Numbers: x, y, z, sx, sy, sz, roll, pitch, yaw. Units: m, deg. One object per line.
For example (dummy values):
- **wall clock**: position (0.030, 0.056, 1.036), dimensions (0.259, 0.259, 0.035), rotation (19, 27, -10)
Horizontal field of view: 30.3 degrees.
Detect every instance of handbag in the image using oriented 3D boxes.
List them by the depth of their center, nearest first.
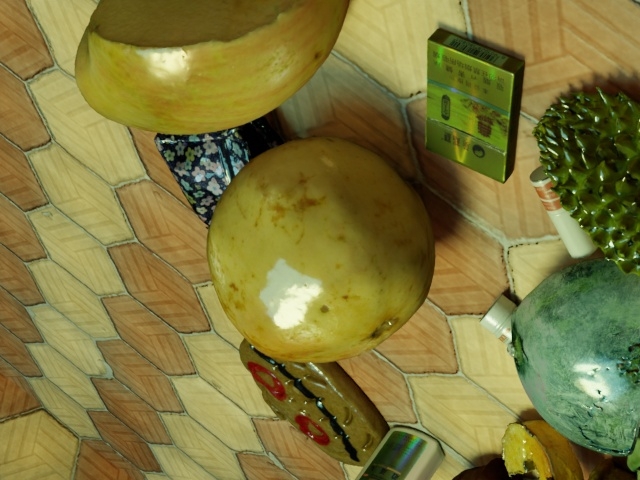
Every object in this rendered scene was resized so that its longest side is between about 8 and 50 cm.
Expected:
- **handbag**: position (-0.133, -0.114, 1.827), dimensions (0.207, 0.127, 0.229), rotation (3, 133, 38)

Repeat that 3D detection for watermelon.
- **watermelon**: position (0.334, 0.170, 1.563), dimensions (0.175, 0.188, 0.322), rotation (5, 138, 8)

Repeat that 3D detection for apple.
- **apple**: position (-0.133, -0.257, 1.461), dimensions (0.252, 0.309, 0.314), rotation (45, 152, -7)

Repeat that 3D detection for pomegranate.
- **pomegranate**: position (0.000, 0.000, 1.664), dimensions (0.342, 0.342, 0.342), rotation (29, 148, 20)

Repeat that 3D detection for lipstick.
- **lipstick**: position (0.310, -0.037, 1.504), dimensions (0.038, 0.038, 0.131), rotation (0, 131, 49)

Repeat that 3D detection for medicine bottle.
- **medicine bottle**: position (0.284, 0.127, 1.730), dimensions (0.089, 0.057, 0.057), rotation (39, 150, 5)
- **medicine bottle**: position (0.127, 0.448, 2.170), dimensions (0.115, 0.219, 0.078), rotation (13, 140, 38)

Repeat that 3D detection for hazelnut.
- **hazelnut**: position (0.285, 0.467, 2.072), dimensions (0.160, 0.170, 0.202), rotation (4, 131, 9)

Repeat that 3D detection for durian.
- **durian**: position (0.380, -0.038, 1.319), dimensions (0.355, 0.157, 0.169), rotation (50, -165, 14)

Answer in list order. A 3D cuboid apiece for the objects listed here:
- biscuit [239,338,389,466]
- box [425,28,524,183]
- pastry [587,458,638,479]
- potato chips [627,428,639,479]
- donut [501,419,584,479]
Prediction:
- **biscuit**: position (-0.025, 0.317, 2.335), dimensions (0.367, 0.063, 0.314), rotation (49, 148, -14)
- **box**: position (0.190, -0.166, 1.484), dimensions (0.121, 0.030, 0.193), rotation (27, 146, 24)
- **pastry**: position (0.450, 0.437, 1.824), dimensions (0.103, 0.189, 0.189), rotation (21, 144, 26)
- **potato chips**: position (0.583, 0.314, 1.498), dimensions (0.373, 0.097, 0.389), rotation (14, 151, 11)
- **donut**: position (0.359, 0.361, 1.885), dimensions (0.181, 0.078, 0.146), rotation (-122, 25, -49)
